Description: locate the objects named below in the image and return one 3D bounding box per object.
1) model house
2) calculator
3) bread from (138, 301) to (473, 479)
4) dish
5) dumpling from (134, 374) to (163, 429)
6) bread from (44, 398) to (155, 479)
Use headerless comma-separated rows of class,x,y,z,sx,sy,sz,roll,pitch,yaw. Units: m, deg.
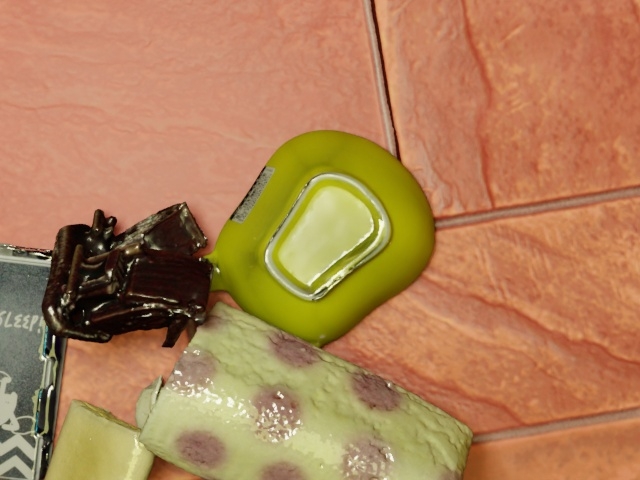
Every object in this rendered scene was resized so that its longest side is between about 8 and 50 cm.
model house,-0.203,0.028,1.747,0.164,0.203,0.141,-26,129,18
calculator,-0.380,0.140,1.828,0.165,0.028,0.274,7,88,3
bread,-0.010,0.211,1.744,0.338,0.187,0.155,27,122,-1
dish,0.000,0.000,1.791,0.221,0.108,0.262,43,89,1
dumpling,-0.192,0.195,1.812,0.043,0.059,0.077,32,93,-10
bread,-0.256,0.285,1.787,0.139,0.060,0.178,20,90,37
